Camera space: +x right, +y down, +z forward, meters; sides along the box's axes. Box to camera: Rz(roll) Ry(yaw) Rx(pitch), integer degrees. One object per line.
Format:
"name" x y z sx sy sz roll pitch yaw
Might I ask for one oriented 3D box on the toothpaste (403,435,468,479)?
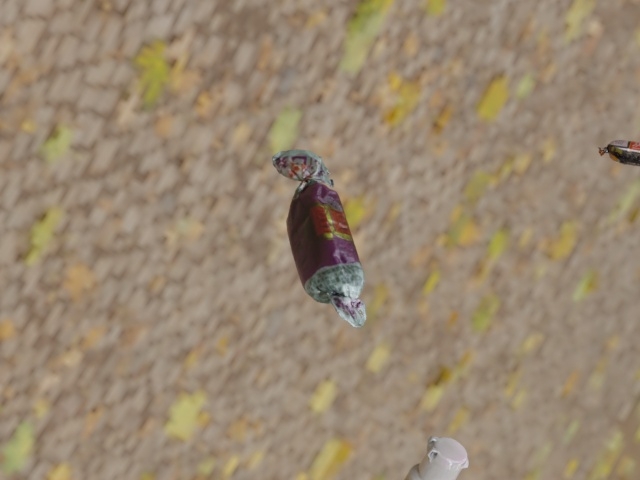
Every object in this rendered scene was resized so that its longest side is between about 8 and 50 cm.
"toothpaste" 0.075 0.332 2.087 0.056 0.058 0.314 -91 -156 -54

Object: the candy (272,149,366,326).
"candy" 0.000 0.000 1.451 0.045 0.175 0.043 7 133 -24

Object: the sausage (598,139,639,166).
"sausage" 0.370 -0.077 1.916 0.028 0.198 0.025 -35 131 -72
